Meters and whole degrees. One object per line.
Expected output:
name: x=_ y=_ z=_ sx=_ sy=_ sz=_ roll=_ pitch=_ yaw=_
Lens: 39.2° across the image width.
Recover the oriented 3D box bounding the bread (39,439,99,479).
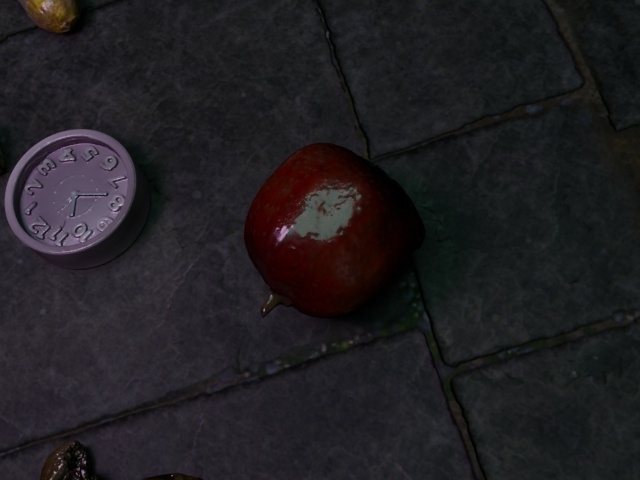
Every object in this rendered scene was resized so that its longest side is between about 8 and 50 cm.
bread: x=-0.321 y=0.319 z=1.159 sx=0.082 sy=0.060 sz=0.113 roll=-39 pitch=70 yaw=-10

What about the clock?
clock: x=-0.351 y=-0.060 z=1.305 sx=0.197 sy=0.068 sz=0.196 roll=-3 pitch=69 yaw=8

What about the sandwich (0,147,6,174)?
sandwich: x=-0.572 y=-0.123 z=1.339 sx=0.163 sy=0.113 sz=0.079 roll=-22 pitch=68 yaw=1

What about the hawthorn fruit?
hawthorn fruit: x=0.000 y=0.000 z=1.165 sx=0.215 sy=0.215 sz=0.249 roll=33 pitch=82 yaw=19

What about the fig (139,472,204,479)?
fig: x=-0.181 y=0.374 z=0.960 sx=0.287 sy=0.368 sz=0.286 roll=-1 pitch=61 yaw=1

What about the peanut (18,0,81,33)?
peanut: x=-0.461 y=-0.412 z=1.449 sx=0.087 sy=0.087 sz=0.206 roll=-40 pitch=71 yaw=-7
